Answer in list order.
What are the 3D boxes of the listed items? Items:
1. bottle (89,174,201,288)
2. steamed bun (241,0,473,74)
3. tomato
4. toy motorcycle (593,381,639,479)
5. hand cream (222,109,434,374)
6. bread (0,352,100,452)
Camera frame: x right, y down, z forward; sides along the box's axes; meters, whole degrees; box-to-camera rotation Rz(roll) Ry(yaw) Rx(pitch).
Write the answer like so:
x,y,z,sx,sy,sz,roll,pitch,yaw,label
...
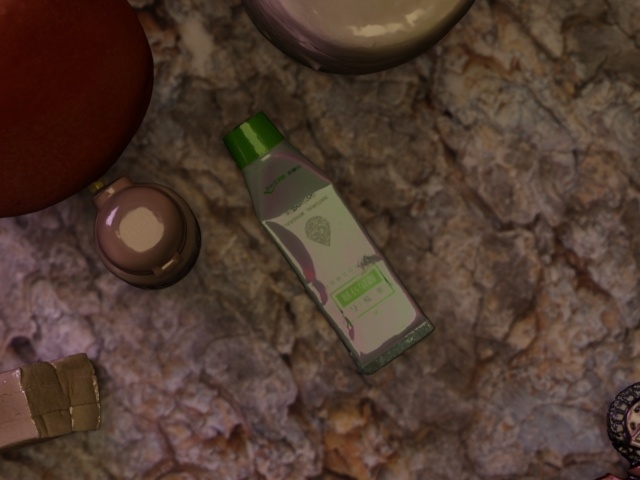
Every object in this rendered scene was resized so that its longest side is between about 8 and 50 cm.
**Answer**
x,y,z,sx,sy,sz,roll,pitch,yaw,label
-0.166,-0.011,1.725,0.097,0.209,0.110,-39,88,-4,bottle
0.026,-0.386,1.678,0.290,0.371,0.456,-20,90,-4,steamed bun
-0.320,-0.187,1.671,0.273,0.341,0.341,-44,88,-1,tomato
0.321,0.290,1.779,0.171,0.089,0.298,17,86,-1,toy motorcycle
0.000,0.000,1.818,0.079,0.050,0.275,-34,92,24,hand cream
-0.305,0.165,1.803,0.152,0.105,0.077,-15,87,29,bread
